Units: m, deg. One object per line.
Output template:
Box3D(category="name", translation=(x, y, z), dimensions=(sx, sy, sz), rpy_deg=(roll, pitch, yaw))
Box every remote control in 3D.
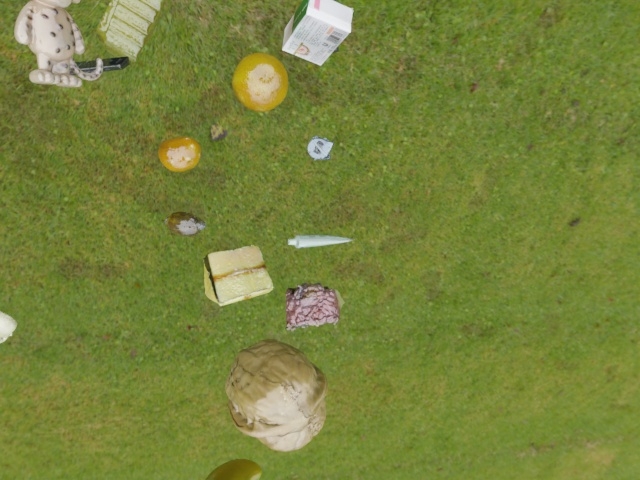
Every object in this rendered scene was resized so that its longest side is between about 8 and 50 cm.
Box3D(category="remote control", translation=(-0.635, -0.465, 1.140), dimensions=(0.245, 0.063, 0.025), rpy_deg=(-1, 130, 10))

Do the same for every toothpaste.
Box3D(category="toothpaste", translation=(0.000, 0.000, 1.306), dimensions=(0.218, 0.064, 0.041), rpy_deg=(-3, 97, -29))

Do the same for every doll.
Box3D(category="doll", translation=(-0.505, -0.435, 0.798), dimensions=(0.154, 0.119, 0.277), rpy_deg=(-32, 128, -53))

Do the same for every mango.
Box3D(category="mango", translation=(-0.261, 0.695, 1.202), dimensions=(0.191, 0.122, 0.085), rpy_deg=(-22, 116, -59))

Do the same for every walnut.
Box3D(category="walnut", translation=(-0.085, 0.300, 0.836), dimensions=(0.198, 0.245, 0.198), rpy_deg=(-4, 97, -31))

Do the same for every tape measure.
Box3D(category="tape measure", translation=(0.000, -0.341, 1.580), dimensions=(0.094, 0.054, 0.091), rpy_deg=(14, 105, 7))

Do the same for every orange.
Box3D(category="orange", translation=(-0.522, -0.322, 1.579), dimensions=(0.156, 0.156, 0.124), rpy_deg=(-15, 112, -12))
Box3D(category="orange", translation=(-0.231, -0.607, 1.632), dimensions=(0.236, 0.236, 0.236), rpy_deg=(-10, 125, -15))

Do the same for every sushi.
Box3D(category="sushi", translation=(-0.022, 0.258, 1.669), dimensions=(0.237, 0.170, 0.270), rpy_deg=(-10, 167, 5))

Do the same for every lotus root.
Box3D(category="lotus root", translation=(-0.609, -0.071, 1.916), dimensions=(0.210, 0.120, 0.120), rpy_deg=(7, 129, 21))

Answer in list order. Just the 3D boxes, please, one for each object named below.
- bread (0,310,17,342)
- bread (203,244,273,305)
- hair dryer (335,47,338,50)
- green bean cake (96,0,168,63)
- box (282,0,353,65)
Box3D(category="bread", translation=(-0.887, 0.169, 1.003), dimensions=(0.316, 0.054, 0.316), rpy_deg=(6, 144, 5))
Box3D(category="bread", translation=(-0.253, 0.152, 1.283), dimensions=(0.168, 0.163, 0.264), rpy_deg=(-14, 152, -21))
Box3D(category="hair dryer", translation=(0.043, -0.702, 1.485), dimensions=(0.057, 0.197, 0.100), rpy_deg=(1, 105, 9))
Box3D(category="green bean cake", translation=(-0.566, -0.658, 1.272), dimensions=(0.124, 0.236, 0.232), rpy_deg=(28, 93, -29))
Box3D(category="box", translation=(-0.013, -0.599, 1.209), dimensions=(0.135, 0.199, 0.081), rpy_deg=(12, 78, -24))
